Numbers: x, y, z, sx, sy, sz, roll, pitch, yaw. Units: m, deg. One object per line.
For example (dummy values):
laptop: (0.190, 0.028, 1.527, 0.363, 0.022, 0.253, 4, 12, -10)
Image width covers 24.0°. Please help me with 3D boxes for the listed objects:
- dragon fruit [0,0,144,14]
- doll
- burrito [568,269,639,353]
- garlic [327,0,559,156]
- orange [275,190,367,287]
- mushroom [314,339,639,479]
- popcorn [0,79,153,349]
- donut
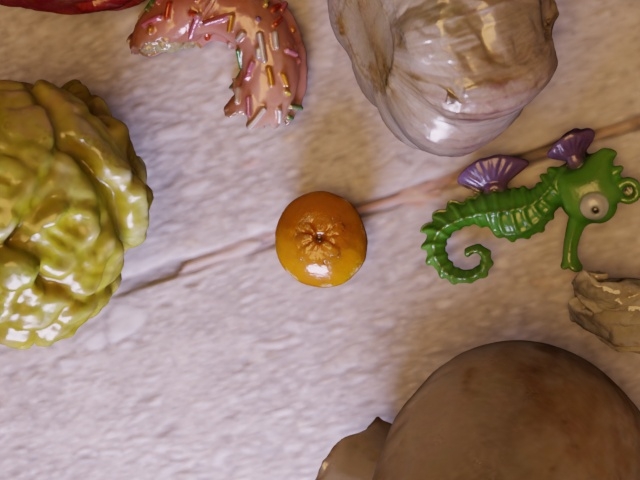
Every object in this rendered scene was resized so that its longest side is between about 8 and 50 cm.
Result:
dragon fruit: (-0.245, -0.366, 1.199, 0.371, 0.249, 0.386, -19, 97, 11)
doll: (0.172, -0.022, 1.250, 0.190, 0.050, 0.115, -16, 88, 17)
burrito: (0.337, 0.076, 1.220, 0.275, 0.082, 0.059, 12, 72, 8)
garlic: (0.128, -0.183, 1.182, 0.212, 0.218, 0.218, -22, 95, -19)
orange: (0.000, 0.000, 1.283, 0.083, 0.070, 0.083, 1, 95, 11)
mushroom: (0.130, 0.233, 1.203, 0.290, 0.297, 0.297, -11, 98, 42)
popcorn: (-0.252, -0.039, 1.271, 0.212, 0.259, 0.259, -17, 96, -10)
donut: (-0.079, -0.173, 1.275, 0.166, 0.065, 0.117, 26, 105, 6)
